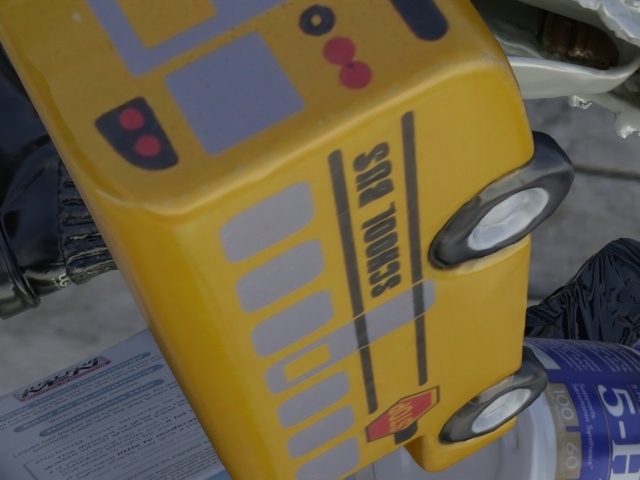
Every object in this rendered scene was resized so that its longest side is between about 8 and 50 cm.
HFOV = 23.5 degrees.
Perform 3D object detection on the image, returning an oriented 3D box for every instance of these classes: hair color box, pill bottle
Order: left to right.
[{"bbox_3d":[-0.126,0.170,1.067,0.185,0.374,0.114,-24,104,-19],"label":"hair color box"},{"bbox_3d":[0.127,0.107,0.801,0.186,0.112,0.112,5,87,-44],"label":"pill bottle"}]

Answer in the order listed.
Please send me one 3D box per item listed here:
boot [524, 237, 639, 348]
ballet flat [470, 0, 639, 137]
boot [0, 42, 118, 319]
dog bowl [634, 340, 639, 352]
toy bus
[{"bbox_3d":[0.158,0.120,1.213,0.094,0.207,0.246,43,49,8],"label":"boot"},{"bbox_3d":[0.016,-0.150,0.721,0.409,0.147,0.147,16,80,-9],"label":"ballet flat"},{"bbox_3d":[-0.218,-0.109,1.446,0.260,0.131,0.348,-21,69,0],"label":"boot"},{"bbox_3d":[0.307,0.233,1.552,0.104,0.265,0.265,18,79,-9],"label":"dog bowl"},{"bbox_3d":[0.000,0.000,0.524,0.130,0.333,0.108,-30,66,-8],"label":"toy bus"}]
